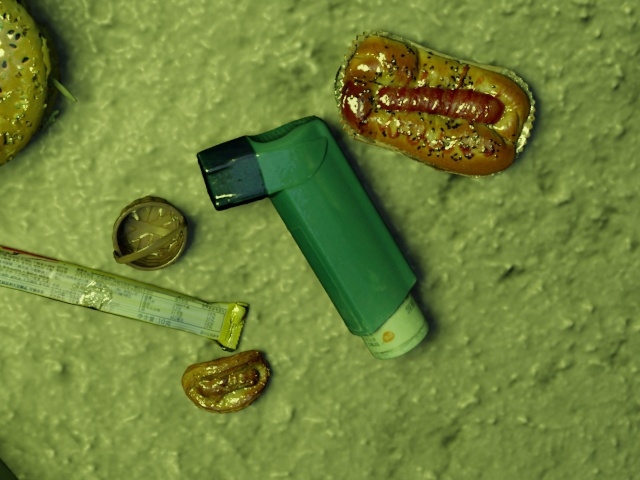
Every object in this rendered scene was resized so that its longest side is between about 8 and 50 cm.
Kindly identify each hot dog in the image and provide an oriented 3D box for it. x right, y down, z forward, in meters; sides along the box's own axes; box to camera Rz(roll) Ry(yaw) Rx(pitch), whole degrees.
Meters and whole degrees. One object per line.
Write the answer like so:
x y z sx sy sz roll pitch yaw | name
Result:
0.103 -0.121 0.957 0.191 0.059 0.108 15 95 -11 | hot dog
-0.089 0.133 0.990 0.083 0.035 0.058 -15 118 -8 | hot dog

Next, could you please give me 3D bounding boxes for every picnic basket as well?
-0.150 -0.001 0.923 0.072 0.083 0.072 -2 102 -10 | picnic basket

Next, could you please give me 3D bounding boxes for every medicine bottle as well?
0.000 0.000 0.953 0.124 0.079 0.258 -35 107 -5 | medicine bottle

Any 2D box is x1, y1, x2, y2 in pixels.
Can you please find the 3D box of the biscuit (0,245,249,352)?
-0.209 0.044 0.953 0.292 0.026 0.048 17 96 -14 | biscuit

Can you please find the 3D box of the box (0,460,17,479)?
-0.330 0.252 0.920 0.129 0.148 0.210 -37 109 -9 | box

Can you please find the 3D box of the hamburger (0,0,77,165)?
-0.292 -0.134 0.851 0.185 0.113 0.177 13 99 -12 | hamburger
